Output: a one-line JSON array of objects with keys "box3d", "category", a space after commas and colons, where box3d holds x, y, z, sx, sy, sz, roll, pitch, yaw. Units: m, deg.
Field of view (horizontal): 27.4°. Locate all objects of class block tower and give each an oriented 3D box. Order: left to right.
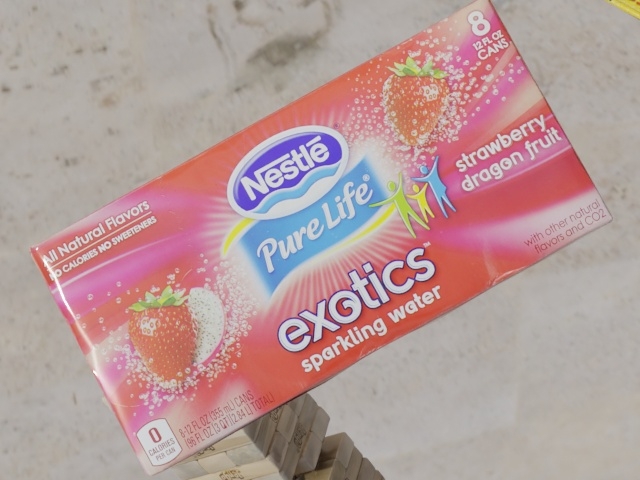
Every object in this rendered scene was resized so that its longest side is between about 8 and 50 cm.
[{"box3d": [-0.035, 0.183, 1.061, 0.091, 0.097, 0.335, -20, 120, 32], "category": "block tower"}]

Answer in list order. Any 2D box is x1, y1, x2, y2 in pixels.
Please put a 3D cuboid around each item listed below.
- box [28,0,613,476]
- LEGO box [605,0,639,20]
[{"box3d": [0.000, 0.000, 0.673, 0.256, 0.122, 0.128, -29, 87, -1], "category": "box"}, {"box3d": [0.105, -0.350, 0.586, 0.193, 0.500, 0.372, -45, 160, -34], "category": "LEGO box"}]
